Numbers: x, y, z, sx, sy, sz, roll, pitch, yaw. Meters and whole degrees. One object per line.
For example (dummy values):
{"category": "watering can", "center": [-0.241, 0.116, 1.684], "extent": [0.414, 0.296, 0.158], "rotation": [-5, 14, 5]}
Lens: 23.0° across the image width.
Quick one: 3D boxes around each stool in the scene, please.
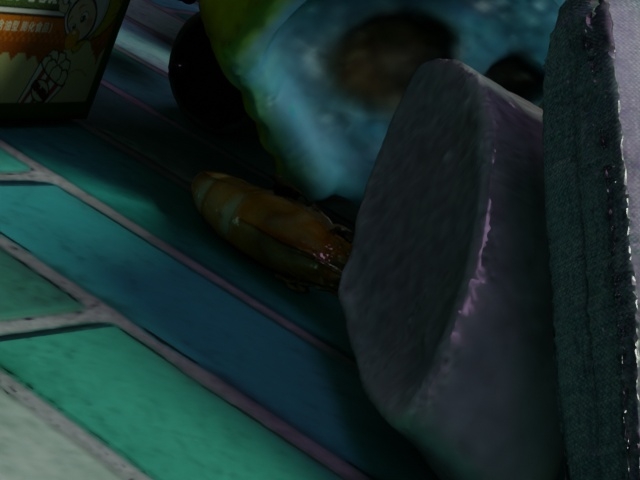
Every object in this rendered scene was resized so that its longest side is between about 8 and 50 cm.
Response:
{"category": "stool", "center": [-0.042, -0.112, 1.028], "extent": [0.096, 0.096, 0.110], "rotation": [30, 20, 23]}

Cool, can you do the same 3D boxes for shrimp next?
{"category": "shrimp", "center": [-0.004, 0.007, 0.802], "extent": [0.162, 0.045, 0.095], "rotation": [31, -6, 41]}

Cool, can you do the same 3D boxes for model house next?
{"category": "model house", "center": [0.036, -0.153, 0.880], "extent": [0.303, 0.215, 0.237], "rotation": [20, 37, -36]}

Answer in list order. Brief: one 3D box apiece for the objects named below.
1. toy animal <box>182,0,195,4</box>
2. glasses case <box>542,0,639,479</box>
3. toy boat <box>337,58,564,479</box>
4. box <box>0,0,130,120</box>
{"category": "toy animal", "center": [-0.223, -0.213, 1.036], "extent": [0.298, 0.122, 0.185], "rotation": [11, 12, 3]}
{"category": "glasses case", "center": [0.138, 0.023, 0.594], "extent": [0.109, 0.282, 0.067], "rotation": [17, -28, -29]}
{"category": "toy boat", "center": [0.132, 0.034, 0.721], "extent": [0.293, 0.111, 0.276], "rotation": [20, 38, -31]}
{"category": "box", "center": [-0.218, -0.162, 0.831], "extent": [0.177, 0.148, 0.195], "rotation": [28, 15, 21]}
